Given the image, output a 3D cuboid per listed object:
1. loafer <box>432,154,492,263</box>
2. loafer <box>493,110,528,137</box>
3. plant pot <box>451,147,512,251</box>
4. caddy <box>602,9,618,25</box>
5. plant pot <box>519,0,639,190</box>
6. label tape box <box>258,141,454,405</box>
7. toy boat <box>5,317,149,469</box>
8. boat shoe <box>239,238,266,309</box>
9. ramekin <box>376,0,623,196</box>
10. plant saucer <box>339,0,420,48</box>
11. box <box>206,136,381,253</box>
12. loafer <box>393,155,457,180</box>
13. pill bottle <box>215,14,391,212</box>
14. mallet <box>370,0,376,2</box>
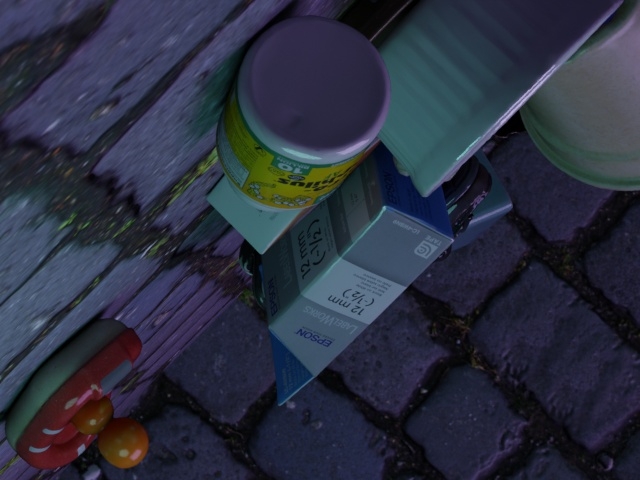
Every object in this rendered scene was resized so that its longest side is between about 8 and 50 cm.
[{"bbox_3d":[0.119,-0.002,1.900,0.302,0.095,0.109,-38,-155,39],"label":"loafer"},{"bbox_3d":[0.276,-0.231,2.410,0.366,0.134,0.130,1,-158,38],"label":"loafer"},{"bbox_3d":[0.094,-0.072,2.290,0.252,0.248,0.247,-28,173,-17],"label":"plant pot"},{"bbox_3d":[0.389,-0.297,2.136,0.341,0.179,0.241,-3,-155,33],"label":"caddy"},{"bbox_3d":[0.335,-0.262,1.800,0.334,0.334,0.305,-45,148,10],"label":"plant pot"},{"bbox_3d":[0.000,0.000,1.867,0.348,0.115,0.249,-45,-145,31],"label":"label tape box"},{"bbox_3d":[-0.263,0.204,1.764,0.151,0.151,0.231,-43,177,-37],"label":"toy boat"},{"bbox_3d":[-0.075,0.027,2.152,0.079,0.084,0.233,-27,-149,19],"label":"boat shoe"},{"bbox_3d":[0.155,-0.185,1.509,0.277,0.135,0.277,-45,177,-3],"label":"ramekin"},{"bbox_3d":[0.058,-0.210,1.515,0.278,0.041,0.278,-45,178,-2],"label":"plant saucer"},{"bbox_3d":[-0.021,-0.086,1.662,0.130,0.091,0.170,-47,177,42],"label":"box"},{"bbox_3d":[0.145,-0.200,1.766,0.319,0.112,0.111,-80,175,-47],"label":"loafer"},{"bbox_3d":[-0.022,-0.091,1.223,0.117,0.117,0.208,-44,178,-18],"label":"pill bottle"},{"bbox_3d":[0.116,-0.283,1.369,0.190,0.039,0.062,-41,177,-11],"label":"mallet"}]
